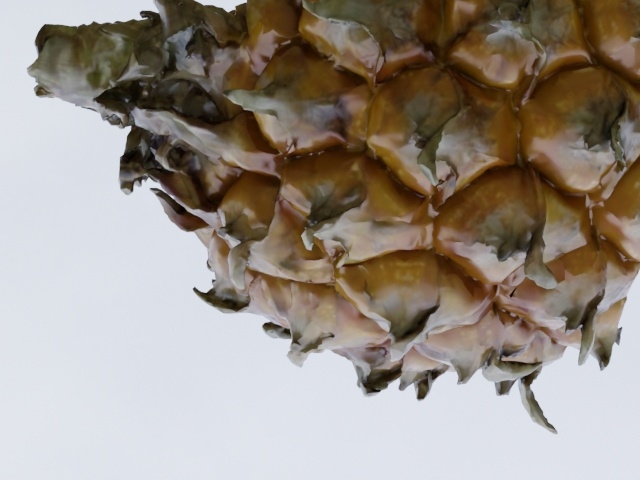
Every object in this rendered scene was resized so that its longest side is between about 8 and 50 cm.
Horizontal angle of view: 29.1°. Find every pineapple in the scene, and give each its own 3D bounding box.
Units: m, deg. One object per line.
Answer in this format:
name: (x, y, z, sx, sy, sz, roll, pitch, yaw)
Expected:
pineapple: (-0.003, 0.000, 0.626, 0.286, 0.209, 0.344, 1, 166, -23)
